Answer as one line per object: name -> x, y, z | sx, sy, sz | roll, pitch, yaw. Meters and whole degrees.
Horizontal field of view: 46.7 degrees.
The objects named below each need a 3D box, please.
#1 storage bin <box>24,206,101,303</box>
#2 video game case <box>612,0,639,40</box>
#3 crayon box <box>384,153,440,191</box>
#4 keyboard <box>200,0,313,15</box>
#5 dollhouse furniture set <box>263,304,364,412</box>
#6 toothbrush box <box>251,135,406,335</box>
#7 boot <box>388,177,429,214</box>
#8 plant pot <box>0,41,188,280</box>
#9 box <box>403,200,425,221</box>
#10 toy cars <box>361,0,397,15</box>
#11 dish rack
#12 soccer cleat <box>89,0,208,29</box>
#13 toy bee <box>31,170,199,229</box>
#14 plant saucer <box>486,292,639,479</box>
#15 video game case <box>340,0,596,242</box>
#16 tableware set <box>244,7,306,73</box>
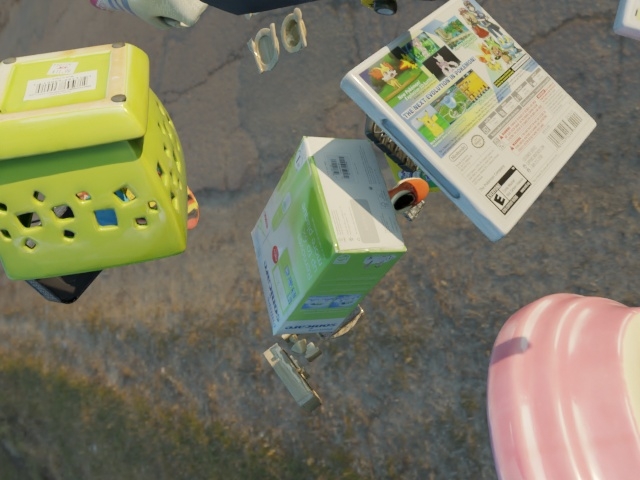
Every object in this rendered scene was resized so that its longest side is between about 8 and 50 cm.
storage bin -> -0.448, 0.013, 1.327 | 0.084, 0.122, 0.180 | 0, 48, 53
video game case -> 0.336, -0.231, 0.545 | 0.023, 0.193, 0.212 | -136, 61, -89
crayon box -> 0.341, -0.251, 2.010 | 0.313, 0.363, 0.106 | -4, 69, 14
keyboard -> 0.082, -0.190, 0.234 | 0.033, 0.317, 0.201 | -90, -14, -49
dollhouse furniture set -> 0.057, 0.268, 1.926 | 0.173, 0.356, 0.303 | 52, 175, 24
toothbrush box -> 0.000, 0.000, 1.188 | 0.283, 0.122, 0.206 | 124, 138, -53
boot -> 0.163, -0.080, 1.392 | 0.085, 0.158, 0.059 | -6, 107, 53
plant pot -> -0.297, -0.110, 0.926 | 0.227, 0.228, 0.207 | -103, 6, -49
box -> 0.233, -0.101, 1.961 | 0.067, 0.083, 0.018 | -55, 31, -13
toy cars -> 0.067, -0.450, 1.069 | 0.176, 0.087, 0.393 | -59, 39, 34
dish rack -> 0.240, -0.204, 1.527 | 0.272, 0.208, 0.074 | 5, 72, 40
soccer cleat -> -0.254, -0.360, 1.081 | 0.116, 0.143, 0.331 | -54, 28, 1
toy bee -> -0.341, -0.091, 1.167 | 0.195, 0.298, 0.162 | 0, 91, 58
plant saucer -> 0.257, 0.176, 0.520 | 0.084, 0.332, 0.332 | -38, 58, 36
video game case -> 0.228, -0.194, 1.075 | 0.300, 0.329, 0.036 | 46, 143, 2
tableware set -> -0.067, -0.334, 1.103 | 0.169, 0.020, 0.141 | -8, 93, 52
